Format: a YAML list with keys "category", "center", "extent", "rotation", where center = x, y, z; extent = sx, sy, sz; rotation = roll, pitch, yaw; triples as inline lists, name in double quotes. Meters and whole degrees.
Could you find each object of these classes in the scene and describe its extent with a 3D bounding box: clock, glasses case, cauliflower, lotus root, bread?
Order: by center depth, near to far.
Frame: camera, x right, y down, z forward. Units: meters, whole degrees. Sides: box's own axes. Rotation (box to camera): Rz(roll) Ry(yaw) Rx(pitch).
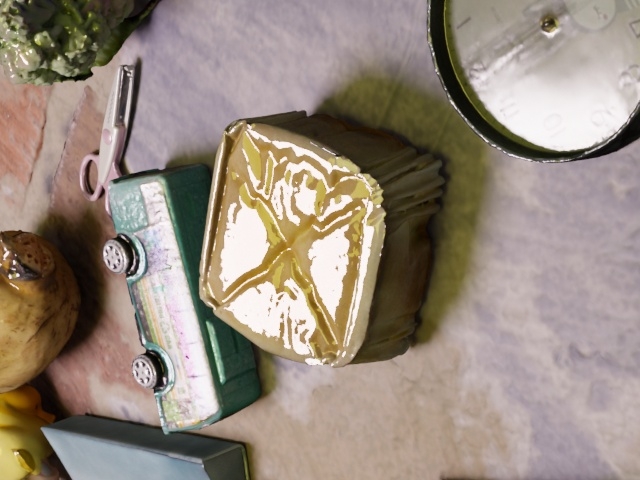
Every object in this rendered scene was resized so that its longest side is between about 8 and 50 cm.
- category: "clock"
  center: [0.172, -0.162, 1.040]
  extent: [0.215, 0.042, 0.215]
  rotation: [15, 113, 40]
- category: "bread"
  center: [0.001, -0.002, 1.203]
  extent: [0.192, 0.110, 0.209]
  rotation: [21, 117, 30]
- category: "cauliflower"
  center: [-0.306, -0.259, 1.297]
  extent: [0.239, 0.315, 0.256]
  rotation: [-40, 54, 53]
- category: "glasses case"
  center: [-0.181, 0.240, 1.495]
  extent: [0.266, 0.056, 0.105]
  rotation: [3, 129, 43]
- category: "lotus root"
  center: [-0.346, 0.079, 1.530]
  extent: [0.257, 0.140, 0.154]
  rotation: [-45, 39, 42]

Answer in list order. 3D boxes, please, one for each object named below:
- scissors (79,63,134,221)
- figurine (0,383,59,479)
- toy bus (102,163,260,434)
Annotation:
- category: "scissors"
  center: [-0.213, -0.104, 1.431]
  extent: [0.085, 0.022, 0.176]
  rotation: [40, 130, 32]
- category: "figurine"
  center: [-0.342, 0.277, 1.608]
  extent: [0.246, 0.131, 0.156]
  rotation: [61, 168, 0]
- category: "toy bus"
  center: [-0.137, 0.057, 1.366]
  extent: [0.109, 0.091, 0.261]
  rotation: [-10, 97, 37]
